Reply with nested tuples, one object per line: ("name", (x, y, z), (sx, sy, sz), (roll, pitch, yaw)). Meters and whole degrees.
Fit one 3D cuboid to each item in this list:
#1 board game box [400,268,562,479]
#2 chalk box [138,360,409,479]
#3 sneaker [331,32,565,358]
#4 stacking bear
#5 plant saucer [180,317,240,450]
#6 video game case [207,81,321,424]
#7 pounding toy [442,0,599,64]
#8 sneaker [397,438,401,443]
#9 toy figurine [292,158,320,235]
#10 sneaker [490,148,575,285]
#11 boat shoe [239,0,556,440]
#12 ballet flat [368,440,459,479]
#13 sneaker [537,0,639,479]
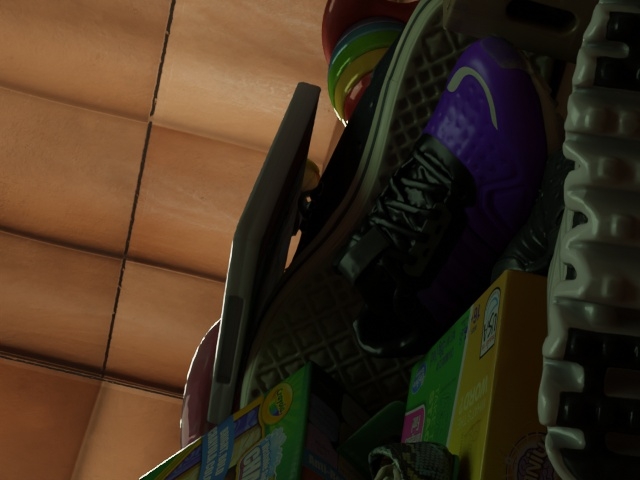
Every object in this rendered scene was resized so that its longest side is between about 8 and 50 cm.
("board game box", (0.099, 0.208, 0.763), (0.242, 0.064, 0.317), (115, 167, -65))
("chalk box", (-0.016, 0.246, 0.967), (0.289, 0.180, 0.179), (-36, 20, 22))
("sneaker", (0.083, -0.010, 0.834), (0.102, 0.146, 0.293), (53, 150, 38))
("stacking bear", (0.090, -0.194, 1.471), (0.289, 0.175, 0.164), (-96, 21, -53))
("plant saucer", (-0.032, 0.236, 1.243), (0.332, 0.084, 0.332), (37, -133, -55))
("video game case", (-0.055, 0.019, 1.060), (0.285, 0.025, 0.204), (104, -176, -49))
("pounding toy", (0.138, -0.232, 0.858), (0.206, 0.181, 0.094), (-83, 8, -50))
("sneaker", (0.039, 0.179, 1.160), (0.217, 0.121, 0.079), (-98, 22, -76))
("toy figurine", (0.000, 0.000, 1.594), (0.148, 0.213, 0.209), (-61, 1, -26))
("sneaker", (0.166, -0.019, 0.752), (0.170, 0.051, 0.089), (134, 150, -70))
("boat shoe", (0.068, -0.003, 1.046), (0.156, 0.186, 0.500), (-91, 22, -75))
("ballet flat", (0.044, 0.201, 0.660), (0.188, 0.070, 0.070), (-82, 8, -45))
("sneaker", (0.161, -0.022, 0.555), (0.118, 0.110, 0.292), (33, -109, -86))
